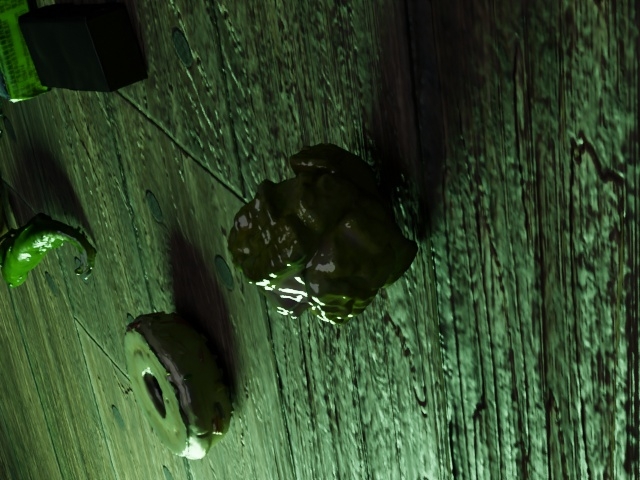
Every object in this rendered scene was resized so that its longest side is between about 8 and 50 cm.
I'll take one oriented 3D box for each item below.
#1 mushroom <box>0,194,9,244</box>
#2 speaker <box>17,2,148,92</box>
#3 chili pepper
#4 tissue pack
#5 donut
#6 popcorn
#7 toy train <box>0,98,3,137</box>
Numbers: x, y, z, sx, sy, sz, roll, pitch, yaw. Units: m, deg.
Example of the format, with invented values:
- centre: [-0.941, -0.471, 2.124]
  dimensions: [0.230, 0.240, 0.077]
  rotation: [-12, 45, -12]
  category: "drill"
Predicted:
- centre: [-0.482, -0.057, 2.283]
  dimensions: [0.094, 0.072, 0.210]
  rotation: [41, 147, 38]
  category: "mushroom"
- centre: [-0.242, -0.196, 1.636]
  dimensions: [0.218, 0.044, 0.082]
  rotation: [13, 124, 63]
  category: "speaker"
- centre: [-0.372, 0.014, 2.121]
  dimensions: [0.359, 0.076, 0.085]
  rotation: [171, 101, -67]
  category: "chili pepper"
- centre: [-0.386, -0.288, 1.820]
  dimensions: [0.173, 0.073, 0.236]
  rotation: [34, 142, 42]
  category: "tissue pack"
- centre: [-0.152, 0.154, 1.766]
  dimensions: [0.174, 0.068, 0.175]
  rotation: [48, 150, 40]
  category: "donut"
- centre: [0.000, 0.000, 1.194]
  dimensions: [0.126, 0.126, 0.145]
  rotation: [47, 158, 24]
  category: "popcorn"
- centre: [-0.462, -0.175, 2.123]
  dimensions: [0.105, 0.071, 0.178]
  rotation: [67, 158, 16]
  category: "toy train"
